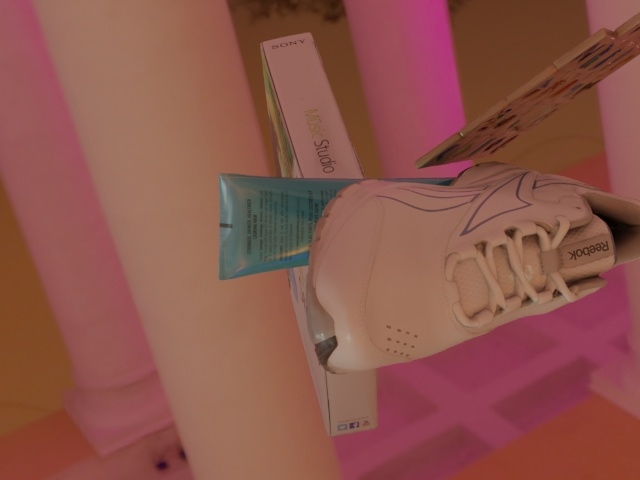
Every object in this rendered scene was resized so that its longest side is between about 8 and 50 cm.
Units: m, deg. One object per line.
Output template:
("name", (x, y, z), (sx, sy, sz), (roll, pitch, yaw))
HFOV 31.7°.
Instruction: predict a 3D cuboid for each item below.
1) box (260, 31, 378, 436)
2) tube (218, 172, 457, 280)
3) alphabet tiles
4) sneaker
("box", (0.000, 0.000, 1.074), (0.059, 0.322, 0.232), (-10, -136, -7))
("tube", (0.024, -0.016, 0.848), (0.207, 0.080, 0.052), (-4, -170, -18))
("alphabet tiles", (0.194, -0.126, 0.833), (0.237, 0.009, 0.198), (-36, 172, 23))
("sneaker", (0.104, 0.005, 0.699), (0.129, 0.110, 0.297), (2, -162, 40))
